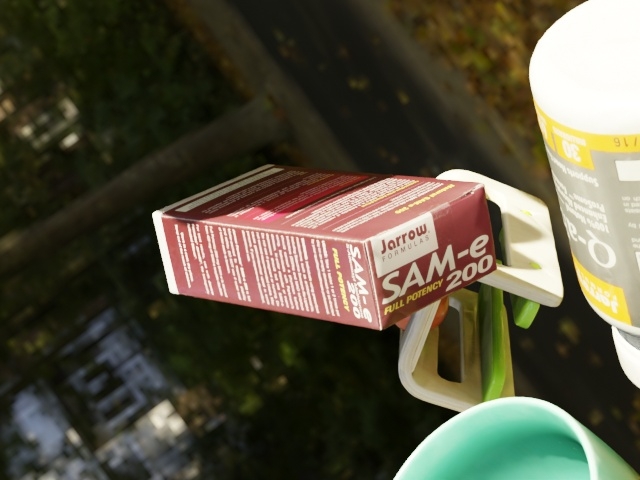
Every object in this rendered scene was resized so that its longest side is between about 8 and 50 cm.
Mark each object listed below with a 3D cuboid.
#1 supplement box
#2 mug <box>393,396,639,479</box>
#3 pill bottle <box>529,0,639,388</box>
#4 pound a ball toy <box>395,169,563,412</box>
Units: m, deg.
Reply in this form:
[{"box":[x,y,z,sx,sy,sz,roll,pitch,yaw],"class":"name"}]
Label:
[{"box":[0.000,0.000,1.323,0.239,0.130,0.073,7,115,47],"class":"supplement box"},{"box":[0.094,0.164,0.839,0.097,0.157,0.129,39,-179,-36],"class":"mug"},{"box":[0.251,-0.028,1.231,0.162,0.162,0.278,50,163,53],"class":"pill bottle"},{"box":[0.110,0.081,1.542,0.136,0.208,0.319,19,-160,-2],"class":"pound a ball toy"}]
